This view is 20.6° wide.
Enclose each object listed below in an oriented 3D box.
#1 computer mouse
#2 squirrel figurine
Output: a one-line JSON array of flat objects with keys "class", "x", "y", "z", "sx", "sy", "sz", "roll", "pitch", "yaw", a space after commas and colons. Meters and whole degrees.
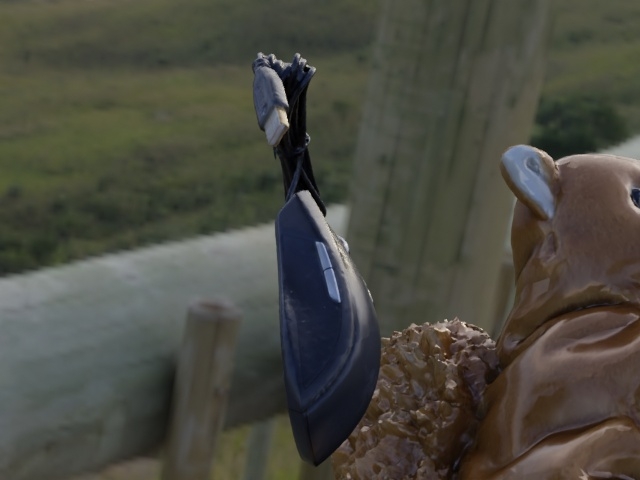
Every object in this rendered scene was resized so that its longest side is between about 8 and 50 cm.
[{"class": "computer mouse", "x": 0.000, "y": 0.000, "z": 1.117, "sx": 0.060, "sy": 0.184, "sz": 0.262, "roll": -7, "pitch": 45, "yaw": 3}, {"class": "squirrel figurine", "x": 0.165, "y": 0.119, "z": 1.306, "sx": 0.397, "sy": 0.370, "sz": 0.281, "roll": -17, "pitch": -29, "yaw": 22}]
